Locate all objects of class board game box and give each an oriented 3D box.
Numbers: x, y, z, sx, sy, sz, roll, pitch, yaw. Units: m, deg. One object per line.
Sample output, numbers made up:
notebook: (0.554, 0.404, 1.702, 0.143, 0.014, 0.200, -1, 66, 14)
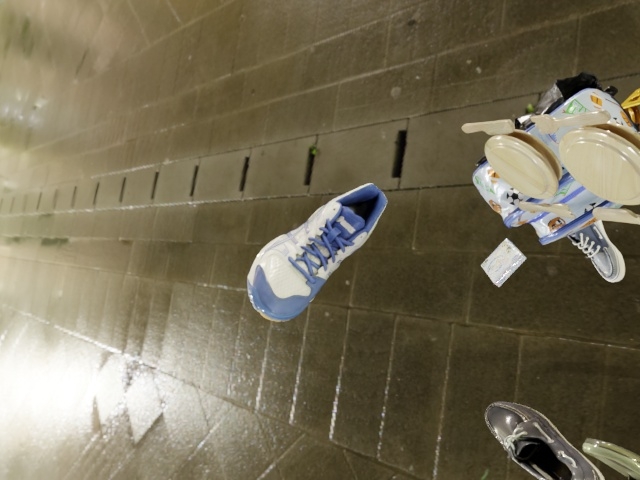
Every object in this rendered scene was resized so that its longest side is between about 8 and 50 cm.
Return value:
board game box: (0.423, 0.050, 1.205, 0.090, 0.020, 0.090, -52, 17, 18)

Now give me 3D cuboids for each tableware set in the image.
tableware set: (0.233, -0.077, 0.491, 0.039, 0.128, 0.194, -45, 19, -8)

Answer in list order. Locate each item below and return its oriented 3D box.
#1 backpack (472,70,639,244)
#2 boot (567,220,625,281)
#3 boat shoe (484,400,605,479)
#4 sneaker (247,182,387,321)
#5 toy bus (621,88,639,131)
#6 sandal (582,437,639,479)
backpack: (0.370, -0.114, 0.815, 0.276, 0.263, 0.213, -46, 66, 29)
boot: (0.625, 0.012, 1.208, 0.069, 0.086, 0.189, 116, 150, -50)
boat shoe: (0.301, 0.287, 0.740, 0.075, 0.065, 0.206, -60, 27, 3)
sneaker: (0.000, 0.000, 0.805, 0.112, 0.296, 0.131, 44, 137, -3)
toy bus: (0.705, -0.283, 1.105, 0.104, 0.202, 0.190, -9, 66, 52)
sandal: (0.664, 0.501, 1.027, 0.303, 0.120, 0.086, 26, 69, 18)
